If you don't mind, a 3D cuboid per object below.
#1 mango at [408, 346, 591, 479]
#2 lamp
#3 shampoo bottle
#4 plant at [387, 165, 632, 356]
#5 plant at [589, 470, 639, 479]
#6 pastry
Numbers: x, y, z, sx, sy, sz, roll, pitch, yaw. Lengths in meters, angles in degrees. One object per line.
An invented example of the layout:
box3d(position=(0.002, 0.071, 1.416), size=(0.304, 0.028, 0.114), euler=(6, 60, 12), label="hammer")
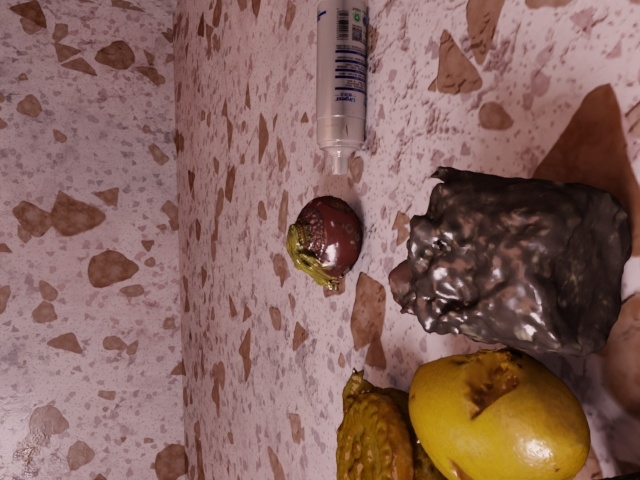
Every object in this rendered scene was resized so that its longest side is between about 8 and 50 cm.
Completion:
box3d(position=(0.182, 0.193, 0.570), size=(0.262, 0.130, 0.167), euler=(105, 142, -66), label="mango")
box3d(position=(0.001, -0.004, 0.976), size=(0.157, 0.135, 0.156), euler=(-120, 39, -49), label="lamp")
box3d(position=(0.037, -0.270, 0.958), size=(0.092, 0.092, 0.303), euler=(4, 94, 64), label="shampoo bottle")
box3d(position=(0.183, 0.019, 0.555), size=(0.234, 0.204, 0.178), euler=(15, 100, 57), label="plant")
box3d(position=(0.281, 0.242, 0.411), size=(0.194, 0.132, 0.129), euler=(132, 129, -60), label="plant")
box3d(position=(0.111, 0.338, 0.780), size=(0.235, 0.132, 0.240), euler=(-151, 71, -70), label="pastry")
